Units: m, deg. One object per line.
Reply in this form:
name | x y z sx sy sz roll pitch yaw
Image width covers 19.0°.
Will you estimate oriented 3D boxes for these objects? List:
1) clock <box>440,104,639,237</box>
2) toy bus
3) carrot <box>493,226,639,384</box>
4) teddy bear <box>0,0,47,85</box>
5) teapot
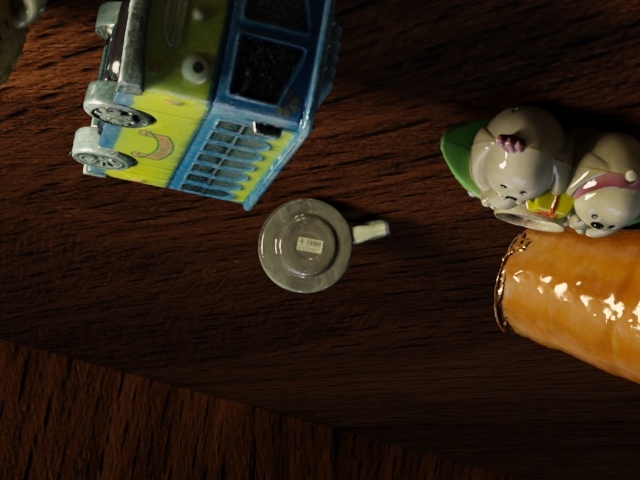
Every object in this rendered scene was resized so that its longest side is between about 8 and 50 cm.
clock | 0.225 -0.065 1.810 0.231 0.103 0.144 13 174 -9
toy bus | -0.100 -0.140 1.622 0.190 0.152 0.312 12 166 -9
carrot | 0.344 0.072 2.108 0.254 0.196 0.196 13 172 39
teddy bear | -0.367 -0.188 1.605 0.256 0.156 0.267 24 131 -33
teapot | -0.008 -0.007 2.262 0.111 0.149 0.108 51 174 -8
